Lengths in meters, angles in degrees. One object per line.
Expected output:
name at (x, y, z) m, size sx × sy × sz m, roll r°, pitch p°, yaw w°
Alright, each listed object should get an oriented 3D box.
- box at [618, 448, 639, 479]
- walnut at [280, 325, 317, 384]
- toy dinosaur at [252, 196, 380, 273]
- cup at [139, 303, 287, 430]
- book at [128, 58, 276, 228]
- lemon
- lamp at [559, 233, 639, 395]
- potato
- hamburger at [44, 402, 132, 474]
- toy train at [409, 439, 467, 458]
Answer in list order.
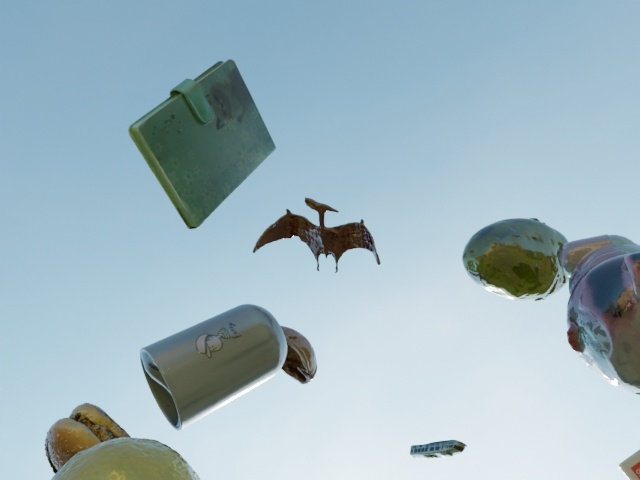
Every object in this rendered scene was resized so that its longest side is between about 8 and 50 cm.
box at (0.663, 0.367, 1.005) m, size 0.079 × 0.135 × 0.269 m, roll 16°, pitch -57°, yaw -45°
walnut at (-0.080, 0.314, 1.718) m, size 0.211 × 0.087 × 0.167 m, roll 36°, pitch -36°, yaw 20°
toy dinosaur at (0.006, 0.009, 1.539) m, size 0.328 × 0.113 × 0.206 m, roll 30°, pitch -54°, yaw 12°
cup at (-0.247, 0.284, 1.409) m, size 0.312 × 0.206 × 0.205 m, roll -25°, pitch -59°, yaw -30°
book at (-0.096, -0.090, 0.513) m, size 0.017 × 0.135 × 0.103 m, roll -4°, pitch -56°, yaw 36°
lemon at (-0.215, 0.323, 0.653) m, size 0.192 × 0.231 × 0.192 m, roll -11°, pitch -68°, yaw -28°
lamp at (0.489, 0.103, 0.881) m, size 0.248 × 0.301 × 0.246 m, roll -8°, pitch -78°, yaw 16°
potato at (0.403, 0.042, 1.198) m, size 0.254 × 0.186 × 0.148 m, roll 1°, pitch -38°, yaw -23°
hamburger at (-0.468, 0.432, 1.205) m, size 0.191 × 0.118 × 0.181 m, roll 21°, pitch -52°, yaw 19°
toy train at (0.360, 0.640, 1.810) m, size 0.043 × 0.047 × 0.208 m, roll 32°, pitch -37°, yaw -22°
